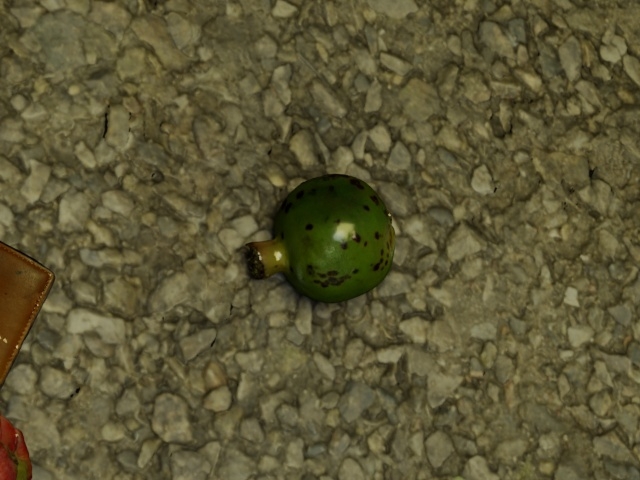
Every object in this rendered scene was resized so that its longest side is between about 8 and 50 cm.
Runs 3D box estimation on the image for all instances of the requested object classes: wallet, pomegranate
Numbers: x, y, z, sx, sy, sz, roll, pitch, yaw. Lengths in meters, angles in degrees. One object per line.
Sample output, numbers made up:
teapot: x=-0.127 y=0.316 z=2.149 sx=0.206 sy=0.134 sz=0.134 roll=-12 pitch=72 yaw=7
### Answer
wallet: x=-0.385 y=0.052 z=1.898 sx=0.195 sy=0.042 sz=0.161 roll=29 pitch=58 yaw=-14
pomegranate: x=0.009 y=-0.001 z=2.070 sx=0.169 sy=0.122 sz=0.143 roll=-12 pitch=93 yaw=-33

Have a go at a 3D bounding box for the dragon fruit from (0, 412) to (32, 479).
dragon fruit: x=-0.399 y=0.199 z=1.695 sx=0.250 sy=0.291 sz=0.269 roll=-36 pitch=91 yaw=-26
